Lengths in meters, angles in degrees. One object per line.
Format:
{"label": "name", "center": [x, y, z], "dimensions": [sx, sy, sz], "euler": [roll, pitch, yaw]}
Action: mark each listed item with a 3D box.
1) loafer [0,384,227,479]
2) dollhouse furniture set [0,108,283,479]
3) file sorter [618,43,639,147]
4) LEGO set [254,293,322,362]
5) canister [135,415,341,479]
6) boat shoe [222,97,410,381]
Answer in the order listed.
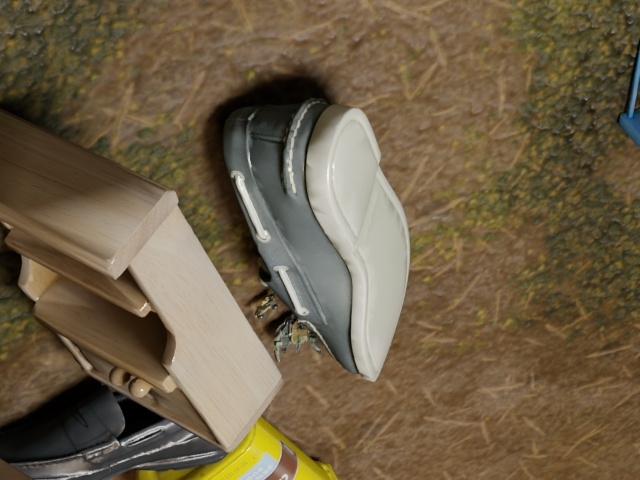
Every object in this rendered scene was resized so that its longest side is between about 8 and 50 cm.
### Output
{"label": "loafer", "center": [-0.174, 0.149, 1.489], "dimensions": [0.223, 0.076, 0.078], "euler": [-9, 120, -20]}
{"label": "dollhouse furniture set", "center": [-0.231, 0.154, 1.255], "dimensions": [0.394, 0.362, 0.256], "euler": [-52, 145, -19]}
{"label": "file sorter", "center": [0.333, -0.096, 1.475], "dimensions": [0.118, 0.170, 0.104], "euler": [-14, 133, -19]}
{"label": "LEGO set", "center": [-0.027, 0.067, 1.531], "dimensions": [0.054, 0.023, 0.083], "euler": [-42, 127, -26]}
{"label": "canister", "center": [-0.066, 0.216, 1.617], "dimensions": [0.126, 0.073, 0.170], "euler": [-37, 138, 6]}
{"label": "boat shoe", "center": [0.000, 0.000, 1.448], "dimensions": [0.099, 0.116, 0.319], "euler": [10, 150, 18]}
